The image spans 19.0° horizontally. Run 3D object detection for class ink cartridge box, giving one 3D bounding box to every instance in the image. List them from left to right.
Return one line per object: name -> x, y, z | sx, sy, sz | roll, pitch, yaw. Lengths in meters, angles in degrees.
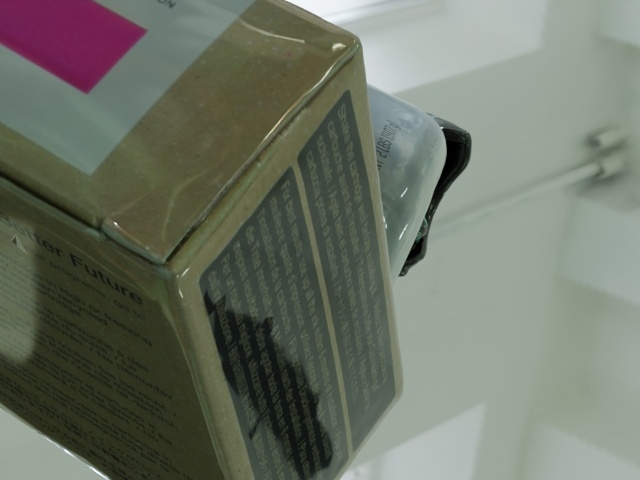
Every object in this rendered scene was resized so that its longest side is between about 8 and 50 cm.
ink cartridge box -> -0.095, -0.024, 0.575 | 0.234, 0.088, 0.193 | 31, -25, 22

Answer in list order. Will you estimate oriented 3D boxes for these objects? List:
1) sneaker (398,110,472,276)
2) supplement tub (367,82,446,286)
sneaker -> 0.000, 0.000, 1.218 | 0.106, 0.267, 0.101 | 9, -40, 36
supplement tub -> -0.125, -0.034, 0.948 | 0.338, 0.207, 0.207 | 25, -56, 1
